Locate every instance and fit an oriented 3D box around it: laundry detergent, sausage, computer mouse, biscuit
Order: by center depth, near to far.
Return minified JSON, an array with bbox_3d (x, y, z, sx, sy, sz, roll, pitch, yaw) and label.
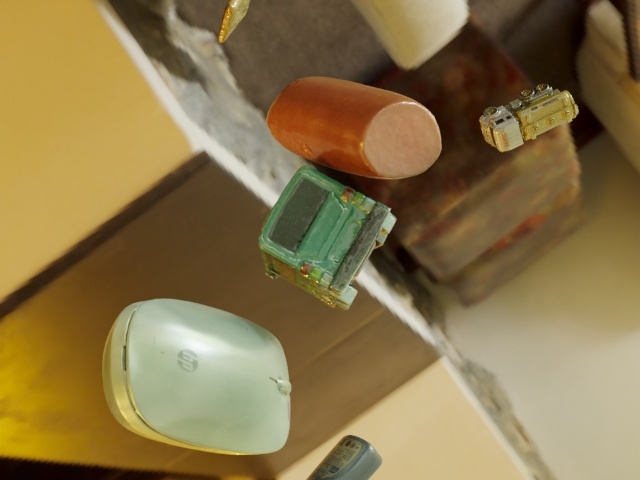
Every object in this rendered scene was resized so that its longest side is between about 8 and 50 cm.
[{"bbox_3d":[-0.115,0.148,1.269,0.097,0.159,0.288,-21,154,38],"label":"computer mouse"},{"bbox_3d":[0.026,-0.136,1.371,0.114,0.259,0.113,-9,108,-30],"label":"sausage"},{"bbox_3d":[-0.128,-0.351,1.765,0.081,0.018,0.083,-60,178,-36],"label":"biscuit"},{"bbox_3d":[0.005,0.406,1.872,0.206,0.097,0.061,-44,120,-20],"label":"laundry detergent"}]

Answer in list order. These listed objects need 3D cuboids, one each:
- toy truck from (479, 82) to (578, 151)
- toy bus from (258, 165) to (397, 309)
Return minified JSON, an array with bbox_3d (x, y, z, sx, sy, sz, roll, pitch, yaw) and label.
[{"bbox_3d":[0.283,-0.166,1.574,0.123,0.063,0.052,-26,126,-4],"label":"toy truck"},{"bbox_3d":[0.000,0.000,1.443,0.128,0.147,0.256,-60,178,-7],"label":"toy bus"}]
